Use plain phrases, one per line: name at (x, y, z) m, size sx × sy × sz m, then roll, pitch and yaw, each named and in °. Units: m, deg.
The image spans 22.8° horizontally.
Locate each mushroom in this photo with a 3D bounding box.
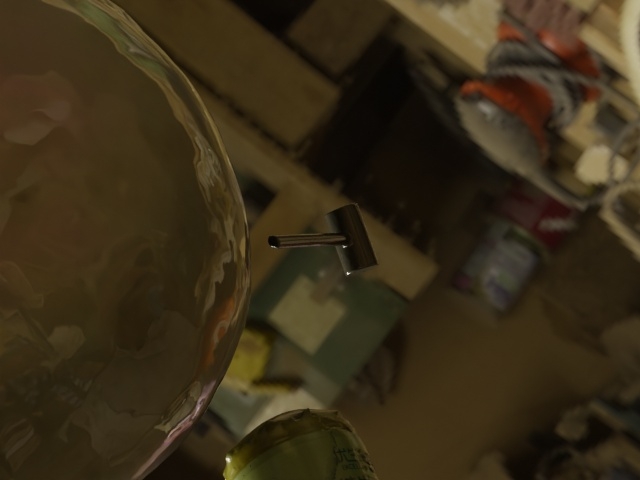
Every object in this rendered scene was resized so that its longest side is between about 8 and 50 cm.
mushroom at (-0.219, 0.009, 0.751) m, size 0.325 × 0.353 × 0.353 m, roll 55°, pitch 166°, yaw 1°

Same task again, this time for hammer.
hammer at (0.000, 0.000, 0.803) m, size 0.110 × 0.019 × 0.036 m, roll -1°, pitch -110°, yaw -69°

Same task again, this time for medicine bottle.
medicine bottle at (0.010, 0.245, 1.255) m, size 0.124 × 0.124 × 0.239 m, roll 63°, pitch -178°, yaw -60°
